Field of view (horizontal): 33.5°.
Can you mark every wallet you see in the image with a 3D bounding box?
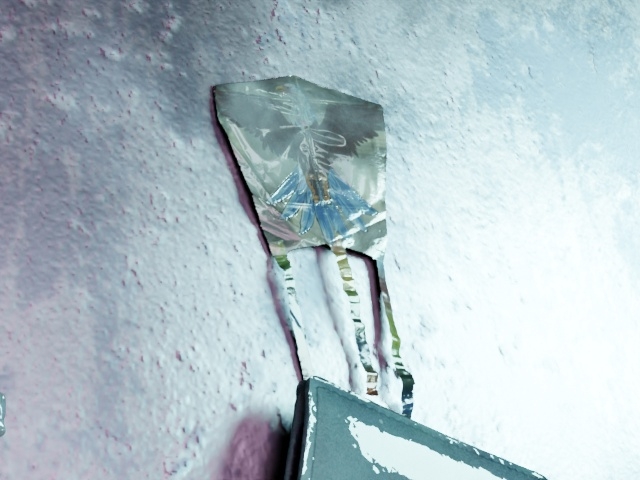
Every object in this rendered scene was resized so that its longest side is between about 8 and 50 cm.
[{"bbox_3d":[0.068,0.261,0.738,0.251,0.054,0.290,29,52,-28],"label":"wallet"}]

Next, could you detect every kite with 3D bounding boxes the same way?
[{"bbox_3d":[-0.001,0.001,0.860,0.169,0.015,0.309,8,62,-32],"label":"kite"}]

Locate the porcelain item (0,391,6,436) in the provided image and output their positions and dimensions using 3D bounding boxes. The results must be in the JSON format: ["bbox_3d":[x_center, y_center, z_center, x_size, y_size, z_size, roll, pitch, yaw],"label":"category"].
[{"bbox_3d":[-0.219,0.114,0.629,0.083,0.028,0.036,-37,108,-43],"label":"porcelain item"}]
